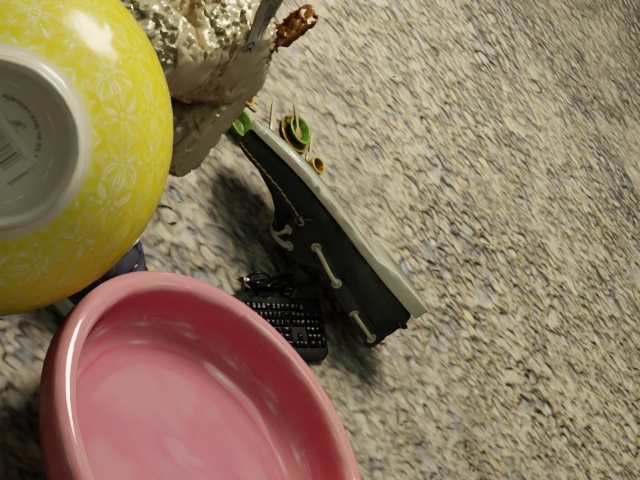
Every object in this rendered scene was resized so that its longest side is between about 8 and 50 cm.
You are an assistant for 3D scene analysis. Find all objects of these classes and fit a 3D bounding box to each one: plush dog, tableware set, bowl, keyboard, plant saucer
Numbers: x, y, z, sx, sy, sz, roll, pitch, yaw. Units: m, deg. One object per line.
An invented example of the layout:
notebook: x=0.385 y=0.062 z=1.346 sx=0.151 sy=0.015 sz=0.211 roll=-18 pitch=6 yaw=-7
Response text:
plush dog: x=-0.149 y=-0.224 z=1.184 sx=0.225 sy=0.210 sz=0.262 roll=46 pitch=-14 yaw=17
tableware set: x=-0.049 y=-0.126 z=1.452 sx=0.154 sy=0.024 sz=0.104 roll=38 pitch=42 yaw=-37
bowl: x=-0.236 y=-0.072 z=0.884 sx=0.289 sy=0.289 sz=0.156 roll=54 pitch=-9 yaw=-17
keyboard: x=-0.050 y=0.076 z=1.310 sx=0.192 sy=0.038 sz=0.100 roll=6 pitch=65 yaw=-54
plant saucer: x=-0.102 y=0.185 z=1.030 sx=0.332 sy=0.084 sz=0.332 roll=36 pitch=34 yaw=-29

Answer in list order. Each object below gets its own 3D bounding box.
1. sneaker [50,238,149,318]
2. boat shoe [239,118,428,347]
sneaker: x=-0.192 y=-0.037 z=1.070 sx=0.282 sy=0.153 sz=0.099 roll=56 pitch=35 yaw=-15
boat shoe: x=0.000 y=0.000 z=1.375 sx=0.302 sy=0.091 sz=0.114 roll=49 pitch=6 yaw=-19
